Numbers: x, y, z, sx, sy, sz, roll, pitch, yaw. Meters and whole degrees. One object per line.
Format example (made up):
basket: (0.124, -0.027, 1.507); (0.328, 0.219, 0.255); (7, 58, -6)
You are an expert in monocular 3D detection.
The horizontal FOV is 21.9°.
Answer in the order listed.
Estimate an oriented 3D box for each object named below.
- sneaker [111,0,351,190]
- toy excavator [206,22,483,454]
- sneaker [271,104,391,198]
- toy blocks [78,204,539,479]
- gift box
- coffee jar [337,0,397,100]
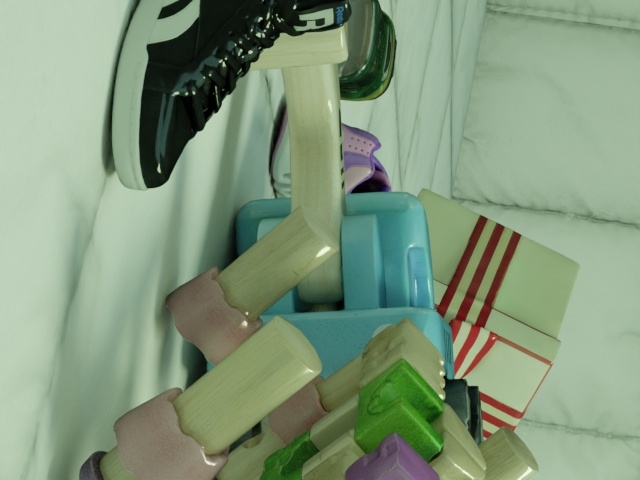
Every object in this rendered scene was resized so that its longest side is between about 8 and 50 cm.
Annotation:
sneaker: (-0.046, -0.125, 0.999); (0.079, 0.121, 0.216); (79, 22, -64)
toy excavator: (0.000, 0.000, 1.313); (0.433, 0.222, 0.445); (44, 42, -79)
sneaker: (0.015, -0.037, 1.566); (0.236, 0.105, 0.095); (86, 13, -60)
toy blocks: (-0.021, 0.193, 1.093); (0.260, 0.309, 0.288); (-40, -169, 14)
gift box: (0.126, 0.123, 1.956); (0.258, 0.276, 0.255); (-61, 171, -56)
coffee jar: (0.025, -0.185, 1.556); (0.184, 0.079, 0.096); (19, 77, -81)
